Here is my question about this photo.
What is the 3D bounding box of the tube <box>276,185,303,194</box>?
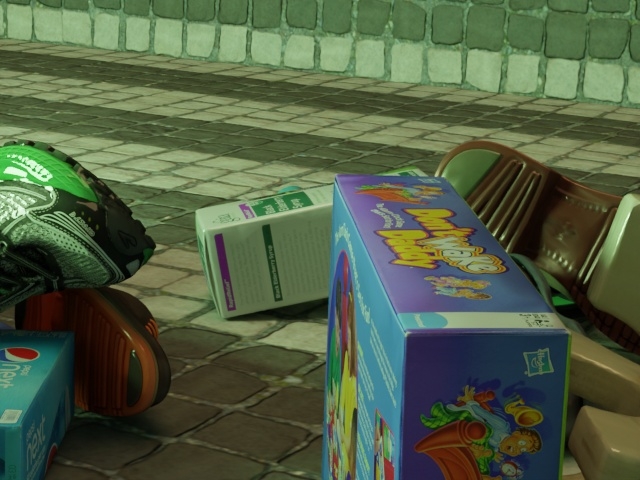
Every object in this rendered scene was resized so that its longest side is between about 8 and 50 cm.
[{"bbox_3d":[0.001,-0.008,1.736,0.080,0.052,0.207,-8,22,-19],"label":"tube"}]

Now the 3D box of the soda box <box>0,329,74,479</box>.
[{"bbox_3d":[-0.225,0.127,1.093,0.067,0.071,0.210,2,14,1],"label":"soda box"}]

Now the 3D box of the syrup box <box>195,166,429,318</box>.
[{"bbox_3d":[0.000,0.000,1.511,0.237,0.096,0.093,-10,14,-8],"label":"syrup box"}]

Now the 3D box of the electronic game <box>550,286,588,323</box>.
[{"bbox_3d":[0.181,0.044,1.543,0.229,0.048,0.229,2,14,-1],"label":"electronic game"}]

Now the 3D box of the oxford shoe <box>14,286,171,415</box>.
[{"bbox_3d":[-0.170,0.077,1.266,0.098,0.097,0.271,1,13,-29],"label":"oxford shoe"}]

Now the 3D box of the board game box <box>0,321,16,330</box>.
[{"bbox_3d":[-0.380,0.089,1.299,0.201,0.035,0.136,-9,18,-38],"label":"board game box"}]

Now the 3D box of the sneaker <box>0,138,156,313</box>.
[{"bbox_3d":[-0.268,0.025,1.183,0.343,0.134,0.146,-10,41,39],"label":"sneaker"}]

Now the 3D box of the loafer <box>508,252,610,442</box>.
[{"bbox_3d":[0.150,0.084,1.272,0.095,0.109,0.302,-4,18,-9],"label":"loafer"}]

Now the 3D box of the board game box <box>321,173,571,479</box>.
[{"bbox_3d":[0.057,0.111,0.871,0.078,0.233,0.347,1,14,-5],"label":"board game box"}]

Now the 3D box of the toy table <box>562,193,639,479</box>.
[{"bbox_3d":[0.216,0.113,0.922,0.161,0.252,0.274,17,0,-7],"label":"toy table"}]

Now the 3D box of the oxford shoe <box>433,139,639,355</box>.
[{"bbox_3d":[0.272,0.015,1.423,0.348,0.123,0.130,36,8,22],"label":"oxford shoe"}]
